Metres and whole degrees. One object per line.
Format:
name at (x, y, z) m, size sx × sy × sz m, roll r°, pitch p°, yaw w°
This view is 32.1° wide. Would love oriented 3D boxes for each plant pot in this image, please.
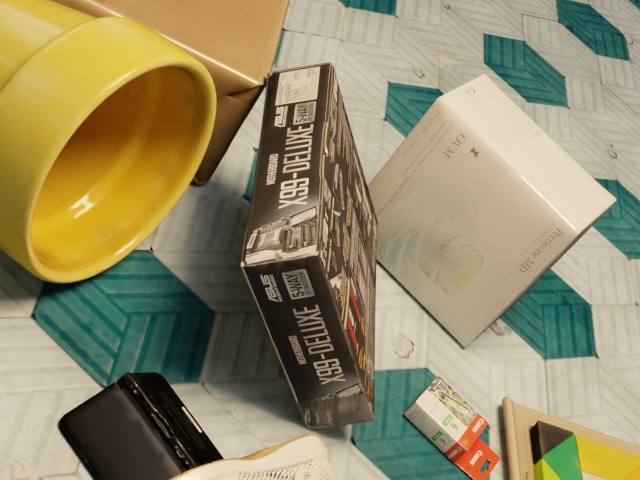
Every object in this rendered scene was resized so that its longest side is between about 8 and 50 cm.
plant pot at (-0.269, -0.126, 1.070) m, size 0.239 × 0.254 × 0.254 m, roll 37°, pitch 36°, yaw 19°

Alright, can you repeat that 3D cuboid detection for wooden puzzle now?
wooden puzzle at (0.312, 0.295, 1.252) m, size 0.239 × 0.044 × 0.221 m, roll 24°, pitch 40°, yaw -18°

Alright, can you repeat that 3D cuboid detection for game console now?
game console at (-0.158, 0.188, 1.014) m, size 0.122 × 0.071 × 0.107 m, roll 51°, pitch 10°, yaw 15°

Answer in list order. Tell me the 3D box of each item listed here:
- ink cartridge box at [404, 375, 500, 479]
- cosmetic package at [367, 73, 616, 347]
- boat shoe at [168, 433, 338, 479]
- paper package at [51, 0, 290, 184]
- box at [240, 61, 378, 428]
ink cartridge box at (0.152, 0.209, 1.224) m, size 0.115 × 0.029 × 0.063 m, roll 43°, pitch 38°, yaw 7°
cosmetic package at (0.186, -0.035, 1.341) m, size 0.225 × 0.224 × 0.138 m, roll 44°, pitch 37°, yaw 9°
boat shoe at (-0.074, 0.246, 0.951) m, size 0.277 × 0.098 × 0.096 m, roll -12°, pitch 58°, yaw -46°
paper package at (-0.206, -0.273, 1.322) m, size 0.310 × 0.168 × 0.324 m, roll 25°, pitch 40°, yaw -14°
box at (0.000, 0.000, 1.160) m, size 0.077 × 0.242 × 0.307 m, roll -8°, pitch 42°, yaw 11°
